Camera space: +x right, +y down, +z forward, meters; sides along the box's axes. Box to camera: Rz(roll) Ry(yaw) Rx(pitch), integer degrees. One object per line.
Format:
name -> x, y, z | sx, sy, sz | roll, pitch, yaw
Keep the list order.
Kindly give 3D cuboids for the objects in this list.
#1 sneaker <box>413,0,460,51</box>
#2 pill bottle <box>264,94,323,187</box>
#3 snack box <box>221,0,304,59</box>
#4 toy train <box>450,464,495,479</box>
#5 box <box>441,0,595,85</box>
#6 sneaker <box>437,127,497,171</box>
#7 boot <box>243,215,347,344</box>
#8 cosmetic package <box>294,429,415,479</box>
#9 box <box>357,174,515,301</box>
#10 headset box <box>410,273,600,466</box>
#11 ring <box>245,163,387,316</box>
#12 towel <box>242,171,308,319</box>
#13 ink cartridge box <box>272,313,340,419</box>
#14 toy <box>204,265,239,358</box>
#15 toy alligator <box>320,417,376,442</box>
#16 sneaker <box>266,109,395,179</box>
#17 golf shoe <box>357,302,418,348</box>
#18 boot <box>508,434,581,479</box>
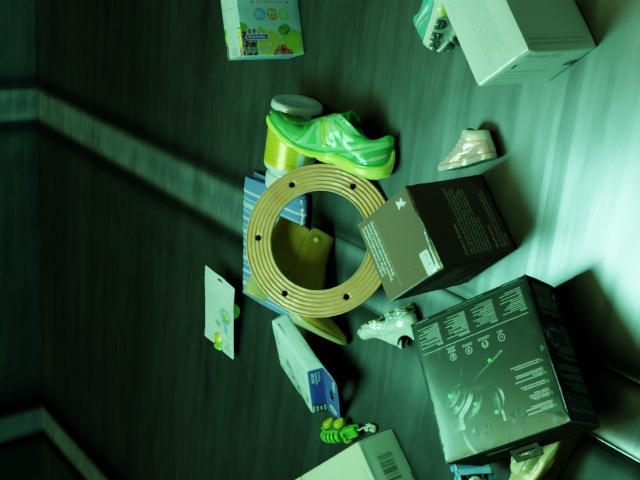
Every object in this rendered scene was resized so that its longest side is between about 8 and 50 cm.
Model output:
sneaker -> 0.238, -0.479, 1.676 | 0.110, 0.107, 0.275 | 60, 140, 37
pill bottle -> -0.066, -0.219, 2.110 | 0.119, 0.119, 0.208 | 34, 123, 43
snack box -> -0.134, -0.516, 2.080 | 0.070, 0.174, 0.207 | -2, 97, 51
toy train -> 0.288, 0.409, 1.780 | 0.184, 0.080, 0.105 | -70, -28, -79
box -> 0.325, -0.363, 1.520 | 0.119, 0.181, 0.182 | -37, 69, 50
sneaker -> 0.274, -0.174, 1.743 | 0.134, 0.051, 0.070 | -15, 85, 49
boot -> -0.015, 0.091, 2.117 | 0.211, 0.295, 0.104 | -60, 19, -11
cosmetic package -> 0.077, 0.569, 2.127 | 0.309, 0.113, 0.160 | -45, 64, 46
box -> 0.217, -0.006, 1.730 | 0.167, 0.203, 0.168 | -40, 67, 49
headset box -> 0.320, 0.242, 1.611 | 0.246, 0.131, 0.283 | -29, 60, 30
ring -> 0.000, 0.000, 2.008 | 0.336, 0.032, 0.336 | -2, 84, 16
towel -> -0.112, 0.015, 2.305 | 0.243, 0.040, 0.336 | 24, 119, 45
ink cartridge box -> -0.033, 0.316, 2.186 | 0.224, 0.045, 0.223 | 50, 161, 32
toy -> -0.260, 0.192, 2.515 | 0.137, 0.056, 0.237 | 34, 129, 39
toy alligator -> 0.053, 0.454, 2.164 | 0.190, 0.051, 0.056 | -14, 113, 51
sneaker -> 0.027, -0.225, 1.962 | 0.295, 0.109, 0.123 | 22, 101, 14
golf shoe -> 0.147, 0.201, 1.987 | 0.176, 0.069, 0.086 | -32, 79, 52
boot -> 0.362, 0.354, 1.718 | 0.203, 0.095, 0.262 | 45, 129, 36
